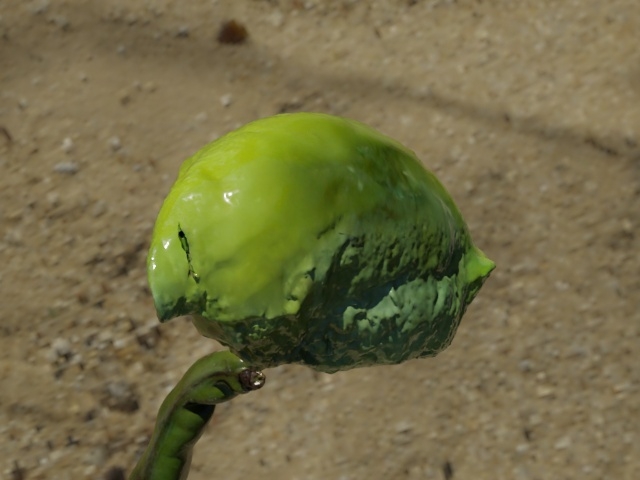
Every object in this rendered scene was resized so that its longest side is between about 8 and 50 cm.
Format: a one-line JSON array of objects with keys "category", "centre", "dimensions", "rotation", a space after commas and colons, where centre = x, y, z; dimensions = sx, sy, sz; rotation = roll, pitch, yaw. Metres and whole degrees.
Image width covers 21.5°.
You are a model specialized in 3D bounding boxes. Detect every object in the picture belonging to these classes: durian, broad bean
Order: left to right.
[{"category": "broad bean", "centre": [-0.100, 0.144, 1.207], "dimensions": [0.046, 0.195, 0.061], "rotation": [13, 35, -36]}, {"category": "durian", "centre": [0.000, 0.000, 0.895], "dimensions": [0.250, 0.101, 0.139], "rotation": [18, 50, -49]}]
